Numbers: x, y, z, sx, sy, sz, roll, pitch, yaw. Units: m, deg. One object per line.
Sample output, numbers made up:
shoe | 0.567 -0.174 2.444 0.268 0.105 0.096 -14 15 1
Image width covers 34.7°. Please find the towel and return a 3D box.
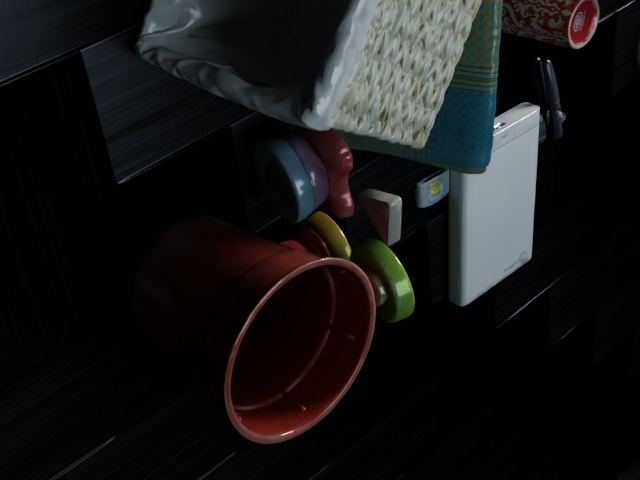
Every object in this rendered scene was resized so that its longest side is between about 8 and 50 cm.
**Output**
towel | 0.134 -0.289 1.490 0.040 0.272 0.370 -40 138 -50

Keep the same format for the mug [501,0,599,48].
mug | 0.379 -0.407 1.759 0.113 0.169 0.150 -44 138 -20

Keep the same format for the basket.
basket | 0.001 -0.319 1.283 0.266 0.328 0.331 5 107 -53

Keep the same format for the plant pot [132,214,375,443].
plant pot | -0.110 0.102 1.448 0.272 0.265 0.272 -25 128 -36

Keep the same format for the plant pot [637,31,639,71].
plant pot | 0.853 -0.453 2.235 0.284 0.191 0.284 -25 128 -37

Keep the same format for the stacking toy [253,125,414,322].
stacking toy | 0.000 0.000 1.513 0.130 0.279 0.309 -27 132 -21

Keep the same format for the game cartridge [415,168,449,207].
game cartridge | 0.206 -0.094 1.876 0.083 0.017 0.056 -31 135 -33

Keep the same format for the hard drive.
hard drive | 0.339 -0.068 2.012 0.233 0.047 0.353 -30 132 -33

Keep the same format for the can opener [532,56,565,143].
can opener | 0.441 -0.271 1.994 0.073 0.059 0.186 -39 136 -32
